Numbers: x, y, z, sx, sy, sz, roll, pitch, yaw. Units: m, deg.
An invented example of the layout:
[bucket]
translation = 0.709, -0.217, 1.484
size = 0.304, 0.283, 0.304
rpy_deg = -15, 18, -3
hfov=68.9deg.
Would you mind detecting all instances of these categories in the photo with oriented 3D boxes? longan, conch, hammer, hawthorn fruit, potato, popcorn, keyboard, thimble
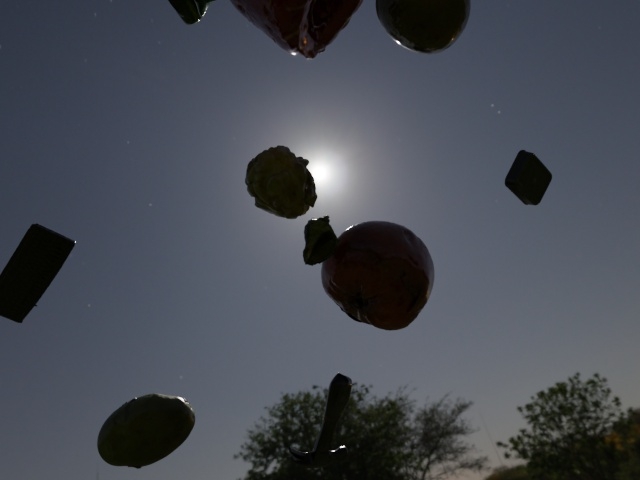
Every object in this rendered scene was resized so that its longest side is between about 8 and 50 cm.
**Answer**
[longan]
translation = 0.078, -0.182, 0.370
size = 0.075, 0.075, 0.083
rpy_deg = -9, -2, -13
[conch]
translation = 0.000, 0.000, 1.030
size = 0.089, 0.121, 0.074
rpy_deg = 13, -11, 41
[hammer]
translation = 0.013, 0.379, 0.964
size = 0.137, 0.037, 0.289
rpy_deg = -3, -54, -19
[hawthorn fruit]
translation = 0.158, 0.067, 1.154
size = 0.307, 0.276, 0.276
rpy_deg = -39, -10, -48
[potato]
translation = -0.459, 0.496, 1.233
size = 0.253, 0.148, 0.186
rpy_deg = -18, -74, -9
[popcorn]
translation = -0.056, -0.092, 0.713
size = 0.121, 0.106, 0.116
rpy_deg = 32, -31, -26
[keyboard]
translation = -0.559, 0.070, 0.891
size = 0.087, 0.017, 0.250
rpy_deg = 33, -66, -27
[thimble]
translation = -0.018, -0.327, 0.547
size = 0.163, 0.125, 0.189
rpy_deg = -36, -14, -52

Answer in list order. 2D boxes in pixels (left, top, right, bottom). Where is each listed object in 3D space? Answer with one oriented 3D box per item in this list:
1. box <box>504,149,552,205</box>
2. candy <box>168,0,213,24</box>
[box]
translation = 0.463, -0.136, 1.033
size = 0.126, 0.031, 0.091
rpy_deg = 29, -92, -38
[candy]
translation = -0.169, -0.490, 0.838
size = 0.246, 0.069, 0.149
rpy_deg = -6, -42, 15
